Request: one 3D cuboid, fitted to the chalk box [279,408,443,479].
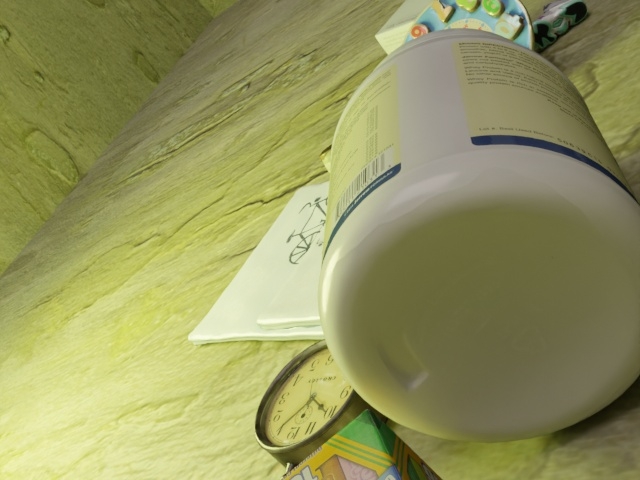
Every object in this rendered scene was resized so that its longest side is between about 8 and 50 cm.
[{"bbox_3d":[0.044,0.229,0.487,0.132,0.132,0.213,-40,24,4],"label":"chalk box"}]

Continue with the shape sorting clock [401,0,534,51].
[{"bbox_3d":[0.178,-0.232,1.074,0.206,0.040,0.206,-7,78,38],"label":"shape sorting clock"}]

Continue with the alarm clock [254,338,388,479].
[{"bbox_3d":[-0.003,0.167,0.754,0.129,0.064,0.192,-15,32,46],"label":"alarm clock"}]

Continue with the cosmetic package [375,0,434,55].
[{"bbox_3d":[0.208,-0.395,1.393,0.231,0.085,0.117,-50,24,-22],"label":"cosmetic package"}]

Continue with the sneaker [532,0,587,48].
[{"bbox_3d":[0.305,-0.293,1.125,0.098,0.038,0.069,-28,23,8],"label":"sneaker"}]

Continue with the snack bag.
[{"bbox_3d":[0.000,0.000,1.081,0.342,0.037,0.323,-11,38,50],"label":"snack bag"}]

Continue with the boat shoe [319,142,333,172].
[{"bbox_3d":[0.073,-0.145,1.224,0.153,0.048,0.056,-30,12,10],"label":"boat shoe"}]

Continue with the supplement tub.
[{"bbox_3d":[0.122,-0.027,0.681,0.235,0.235,0.325,-32,25,21],"label":"supplement tub"}]
